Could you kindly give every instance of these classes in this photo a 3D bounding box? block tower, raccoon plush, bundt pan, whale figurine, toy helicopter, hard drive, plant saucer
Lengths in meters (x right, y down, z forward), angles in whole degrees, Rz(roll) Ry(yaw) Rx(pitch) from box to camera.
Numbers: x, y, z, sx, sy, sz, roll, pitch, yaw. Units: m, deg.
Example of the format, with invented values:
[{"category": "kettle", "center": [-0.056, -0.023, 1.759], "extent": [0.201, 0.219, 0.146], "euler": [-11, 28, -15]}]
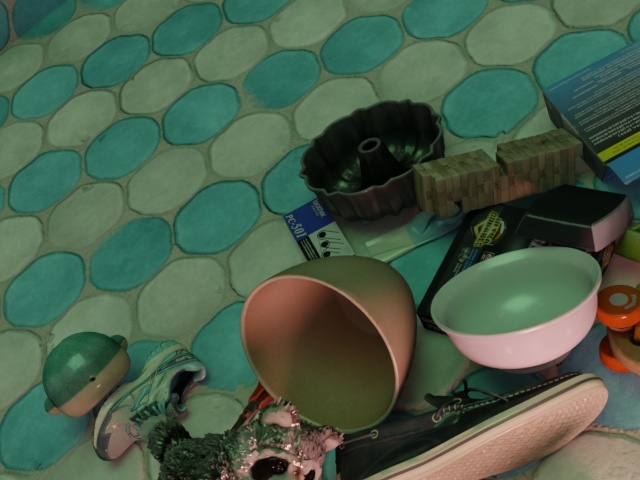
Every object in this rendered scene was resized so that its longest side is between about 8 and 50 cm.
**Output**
[{"category": "block tower", "center": [0.362, -0.135, 2.057], "extent": [0.335, 0.097, 0.091], "euler": [-16, 31, -10]}, {"category": "raccoon plush", "center": [-0.169, 0.348, 1.804], "extent": [0.446, 0.216, 0.299], "euler": [39, 98, 39]}, {"category": "bundt pan", "center": [0.125, -0.161, 2.208], "extent": [0.330, 0.124, 0.331], "euler": [-16, 38, 13]}, {"category": "whale figurine", "center": [-0.499, 0.261, 2.094], "extent": [0.216, 0.141, 0.272], "euler": [-45, 13, -14]}, {"category": "toy helicopter", "center": [0.659, 0.121, 1.754], "extent": [0.355, 0.140, 0.235], "euler": [-33, 39, -22]}, {"category": "hard drive", "center": [0.480, -0.048, 1.894], "extent": [0.172, 0.054, 0.254], "euler": [13, 22, 28]}, {"category": "plant saucer", "center": [0.654, -0.016, 1.846], "extent": [0.188, 0.045, 0.188], "euler": [-24, 18, -11]}]

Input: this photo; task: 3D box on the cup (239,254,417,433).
[{"category": "cup", "center": [0.052, 0.158, 1.901], "extent": [0.331, 0.331, 0.237], "euler": [10, 31, 31]}]

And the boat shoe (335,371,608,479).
[{"category": "boat shoe", "center": [0.242, 0.324, 1.734], "extent": [0.500, 0.187, 0.156], "euler": [-25, 52, 10]}]

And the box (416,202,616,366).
[{"category": "box", "center": [0.378, 0.074, 1.958], "extent": [0.293, 0.073, 0.296], "euler": [14, 60, 34]}]

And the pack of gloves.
[{"category": "pack of gloves", "center": [0.188, -0.069, 2.179], "extent": [0.232, 0.046, 0.195], "euler": [-26, 47, 2]}]

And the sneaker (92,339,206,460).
[{"category": "sneaker", "center": [-0.343, 0.330, 2.044], "extent": [0.122, 0.110, 0.283], "euler": [22, 64, 33]}]

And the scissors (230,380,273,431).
[{"category": "scissors", "center": [-0.139, 0.327, 2.016], "extent": [0.297, 0.021, 0.109], "euler": [-41, 50, -10]}]

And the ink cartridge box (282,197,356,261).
[{"category": "ink cartridge box", "center": [0.000, 0.000, 2.206], "extent": [0.097, 0.046, 0.207], "euler": [-29, 46, -2]}]

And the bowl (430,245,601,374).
[{"category": "bowl", "center": [0.348, 0.137, 1.746], "extent": [0.297, 0.134, 0.298], "euler": [-17, 21, 7]}]

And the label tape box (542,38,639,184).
[{"category": "label tape box", "center": [0.643, -0.238, 2.073], "extent": [0.240, 0.106, 0.334], "euler": [-28, 47, 2]}]
